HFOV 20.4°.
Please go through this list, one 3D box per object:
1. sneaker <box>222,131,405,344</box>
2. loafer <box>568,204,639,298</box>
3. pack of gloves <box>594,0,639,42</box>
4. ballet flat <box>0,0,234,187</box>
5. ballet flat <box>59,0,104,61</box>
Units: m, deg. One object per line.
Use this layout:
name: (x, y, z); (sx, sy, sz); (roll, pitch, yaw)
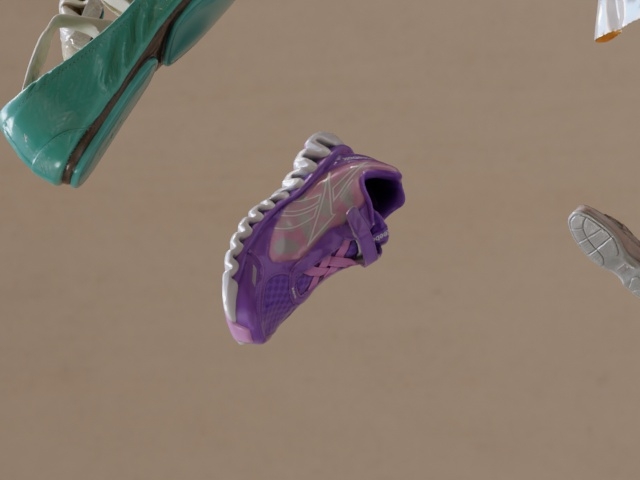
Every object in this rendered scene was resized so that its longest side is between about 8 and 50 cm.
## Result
sneaker: (0.000, 0.000, 1.528); (0.236, 0.104, 0.095); (-56, -30, -38)
loafer: (0.290, 0.008, 1.717); (0.045, 0.125, 0.039); (-37, 13, 48)
pack of gloves: (0.338, -0.302, 1.599); (0.046, 0.195, 0.232); (24, -117, -30)
ballet flat: (-0.133, -0.144, 1.214); (0.247, 0.087, 0.083); (-53, -2, -30)
ballet flat: (-0.249, -0.260, 1.884); (0.168, 0.052, 0.057); (-62, 26, 19)
